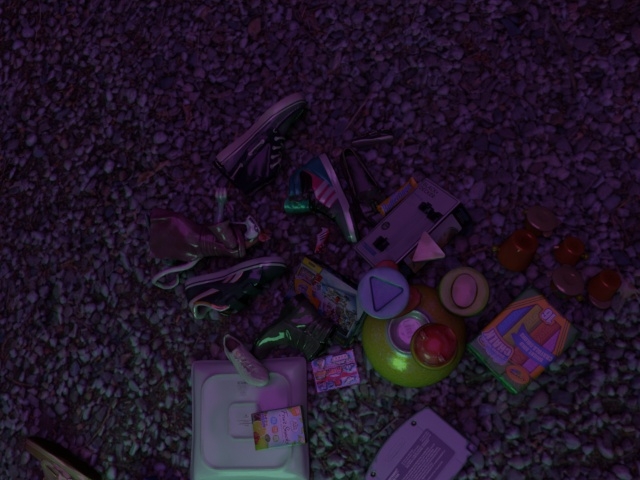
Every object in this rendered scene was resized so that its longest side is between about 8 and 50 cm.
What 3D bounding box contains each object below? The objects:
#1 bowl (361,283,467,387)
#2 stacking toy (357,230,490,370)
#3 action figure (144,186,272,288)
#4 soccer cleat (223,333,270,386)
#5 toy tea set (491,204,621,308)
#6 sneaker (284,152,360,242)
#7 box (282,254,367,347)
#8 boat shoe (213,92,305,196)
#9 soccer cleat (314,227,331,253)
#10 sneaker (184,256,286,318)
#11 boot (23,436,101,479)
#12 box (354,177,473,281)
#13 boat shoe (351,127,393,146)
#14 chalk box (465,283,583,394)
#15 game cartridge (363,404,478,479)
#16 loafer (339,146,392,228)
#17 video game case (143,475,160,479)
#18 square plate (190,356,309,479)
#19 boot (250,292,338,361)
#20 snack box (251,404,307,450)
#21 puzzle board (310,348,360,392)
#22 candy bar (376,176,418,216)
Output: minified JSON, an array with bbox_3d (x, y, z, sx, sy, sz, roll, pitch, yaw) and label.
[{"bbox_3d":[0.245,0.247,1.795,0.289,0.156,0.290,-2,77,11],"label":"bowl"},{"bbox_3d":[0.261,0.138,1.663,0.309,0.130,0.279,41,89,14],"label":"stacking toy"},{"bbox_3d":[-0.319,0.002,1.914,0.370,0.248,0.276,3,80,15],"label":"action figure"},{"bbox_3d":[-0.214,0.336,1.874,0.068,0.076,0.196,-35,47,-22],"label":"soccer cleat"},{"bbox_3d":[0.625,0.071,1.797,0.200,0.124,0.336,-33,68,-27],"label":"toy tea set"},{"bbox_3d":[-0.010,-0.098,1.929,0.178,0.124,0.296,-23,64,2],"label":"sneaker"},{"bbox_3d":[0.020,0.165,1.873,0.233,0.044,0.159,33,109,22],"label":"box"},{"bbox_3d":[-0.146,-0.278,2.012,0.340,0.127,0.158,-40,80,9],"label":"boat shoe"},{"bbox_3d":[0.000,0.000,1.963,0.035,0.029,0.083,25,81,24],"label":"soccer cleat"},{"bbox_3d":[-0.236,0.141,1.933,0.321,0.126,0.128,-18,71,18],"label":"sneaker"},{"bbox_3d":[-0.787,0.708,1.943,0.262,0.095,0.204,28,86,11],"label":"boot"},{"bbox_3d":[0.252,-0.019,1.846,0.290,0.087,0.169,-43,40,1],"label":"box"},{"bbox_3d":[0.152,-0.306,1.985,0.125,0.046,0.038,-10,77,6],"label":"boat shoe"},{"bbox_3d":[0.494,0.280,1.726,0.289,0.180,0.179,-44,73,1],"label":"chalk box"},{"bbox_3d":[0.248,0.595,1.775,0.196,0.060,0.294,39,88,13],"label":"game cartridge"},{"bbox_3d":[0.124,-0.151,1.938,0.096,0.084,0.268,-28,74,2],"label":"loafer"},{"bbox_3d":[-0.420,0.828,1.857,0.269,0.061,0.244,24,85,15],"label":"video game case"},{"bbox_3d":[-0.207,0.506,1.888,0.347,0.049,0.344,-4,78,10],"label":"square plate"},{"bbox_3d":[-0.075,0.280,1.862,0.161,0.083,0.246,46,109,16],"label":"boot"},{"bbox_3d":[-0.112,0.508,1.823,0.141,0.037,0.100,-11,77,9],"label":"snack box"},{"bbox_3d":[0.041,0.366,1.886,0.128,0.011,0.096,-15,76,8],"label":"puzzle board"},{"bbox_3d":[0.220,-0.123,1.916,0.161,0.018,0.040,-38,97,-25],"label":"candy bar"}]
